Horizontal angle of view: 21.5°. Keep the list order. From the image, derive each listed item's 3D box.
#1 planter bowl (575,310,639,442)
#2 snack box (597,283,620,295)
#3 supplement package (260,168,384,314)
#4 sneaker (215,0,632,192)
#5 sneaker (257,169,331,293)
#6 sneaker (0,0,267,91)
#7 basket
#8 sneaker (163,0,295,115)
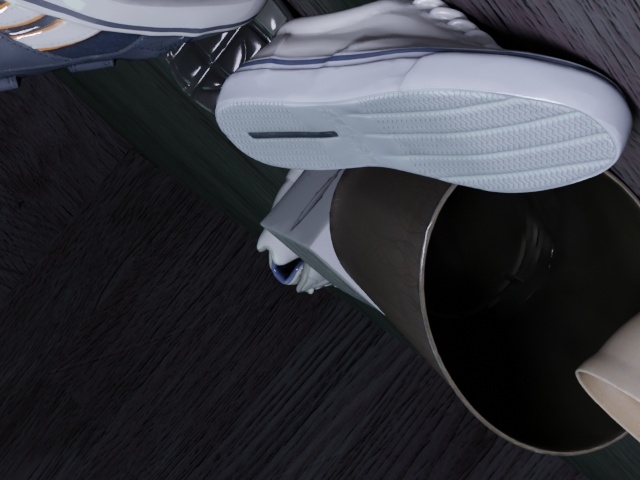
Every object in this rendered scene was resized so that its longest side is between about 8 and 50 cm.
[{"bbox_3d":[0.236,0.080,0.921,0.162,0.109,0.162,39,176,4],"label":"planter bowl"},{"bbox_3d":[0.213,0.042,1.158,0.100,0.037,0.141,39,175,-17],"label":"snack box"},{"bbox_3d":[0.032,-0.013,1.610,0.105,0.105,0.179,41,174,-18],"label":"supplement package"},{"bbox_3d":[0.054,-0.089,0.900,0.258,0.091,0.094,8,150,38],"label":"sneaker"},{"bbox_3d":[0.000,0.000,1.837,0.111,0.129,0.297,35,175,25],"label":"sneaker"},{"bbox_3d":[-0.195,-0.161,1.057,0.321,0.126,0.127,5,144,-17],"label":"sneaker"},{"bbox_3d":[0.100,0.008,1.082,0.204,0.154,0.227,58,172,-23],"label":"basket"},{"bbox_3d":[-0.096,-0.181,1.260,0.267,0.101,0.106,42,-167,8],"label":"sneaker"}]
